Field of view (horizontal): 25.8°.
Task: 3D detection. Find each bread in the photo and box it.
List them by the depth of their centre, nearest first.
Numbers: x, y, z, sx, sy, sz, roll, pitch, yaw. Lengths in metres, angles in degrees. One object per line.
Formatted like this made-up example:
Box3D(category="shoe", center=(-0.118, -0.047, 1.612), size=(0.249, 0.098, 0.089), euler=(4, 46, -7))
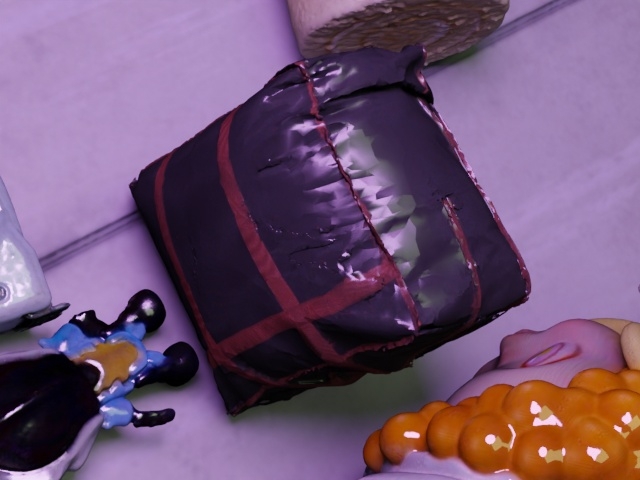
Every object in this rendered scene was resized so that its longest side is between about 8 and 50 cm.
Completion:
Box3D(category="bread", center=(0.043, -0.200, 0.925), size=(0.148, 0.134, 0.141), euler=(-3, 74, -39))

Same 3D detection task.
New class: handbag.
Box3D(category="handbag", center=(0.000, 0.000, 0.793), size=(0.155, 0.215, 0.169), euler=(-16, 83, -37))

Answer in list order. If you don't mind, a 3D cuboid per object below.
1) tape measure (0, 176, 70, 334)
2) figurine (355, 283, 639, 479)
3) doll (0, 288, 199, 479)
Box3D(category="tape measure", center=(-0.268, -0.086, 0.770), size=(0.164, 0.084, 0.330), euler=(-22, 84, -34))
Box3D(category="figurine", center=(0.193, 0.120, 0.833), size=(0.382, 0.224, 0.205), euler=(-32, 91, -30))
Box3D(category="doll", center=(-0.154, 0.093, 0.770), size=(0.195, 0.070, 0.096), euler=(-31, 80, -39))
